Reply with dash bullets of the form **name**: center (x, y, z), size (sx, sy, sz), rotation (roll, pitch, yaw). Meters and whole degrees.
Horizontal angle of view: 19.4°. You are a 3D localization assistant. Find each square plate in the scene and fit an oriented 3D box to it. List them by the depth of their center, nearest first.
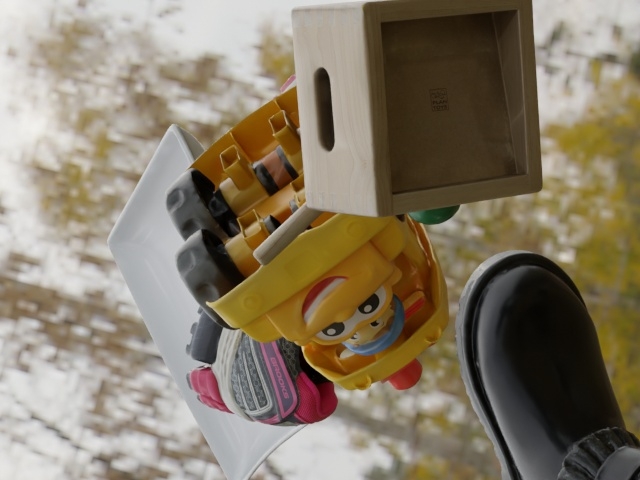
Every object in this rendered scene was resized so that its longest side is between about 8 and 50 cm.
- **square plate**: center (-0.114, 0.080, 2.087), size (0.049, 0.344, 0.347), rotation (-23, -12, -25)

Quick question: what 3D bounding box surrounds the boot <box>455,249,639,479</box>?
- **boot**: center (0.251, 0.180, 1.646), size (0.260, 0.131, 0.348), rotation (9, 118, 70)

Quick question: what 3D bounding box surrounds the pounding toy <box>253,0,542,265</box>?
- **pounding toy**: center (0.038, -0.060, 1.014), size (0.130, 0.100, 0.141), rotation (-9, -81, -31)

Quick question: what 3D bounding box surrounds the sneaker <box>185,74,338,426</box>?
- **sneaker**: center (0.000, 0.000, 1.460), size (0.121, 0.112, 0.299), rotation (23, -98, -57)

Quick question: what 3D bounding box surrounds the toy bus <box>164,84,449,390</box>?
- **toy bus**: center (0.015, 0.023, 1.230), size (0.211, 0.149, 0.220), rotation (53, -172, -23)
